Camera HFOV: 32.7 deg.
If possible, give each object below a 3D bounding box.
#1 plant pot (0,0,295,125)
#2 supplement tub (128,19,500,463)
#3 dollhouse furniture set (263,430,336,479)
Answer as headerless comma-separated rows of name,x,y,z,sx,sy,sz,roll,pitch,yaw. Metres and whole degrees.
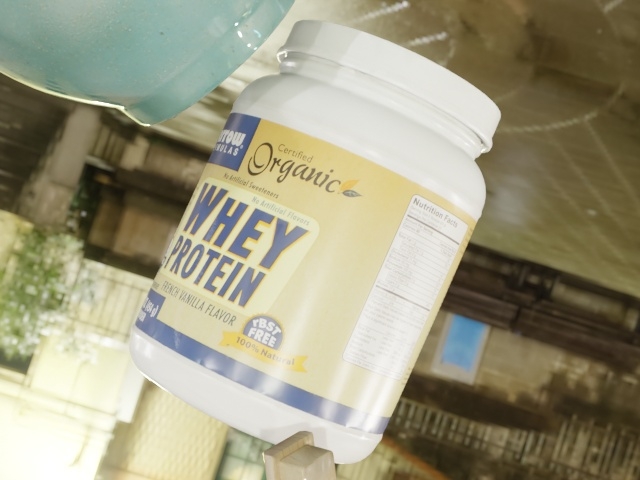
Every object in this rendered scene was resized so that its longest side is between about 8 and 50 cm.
plant pot,-0.138,-0.211,0.807,0.196,0.293,0.293,47,164,-25
supplement tub,0.000,0.000,0.913,0.228,0.316,0.228,24,178,1
dollhouse furniture set,-0.132,0.339,0.754,0.173,0.356,0.303,5,-164,40
